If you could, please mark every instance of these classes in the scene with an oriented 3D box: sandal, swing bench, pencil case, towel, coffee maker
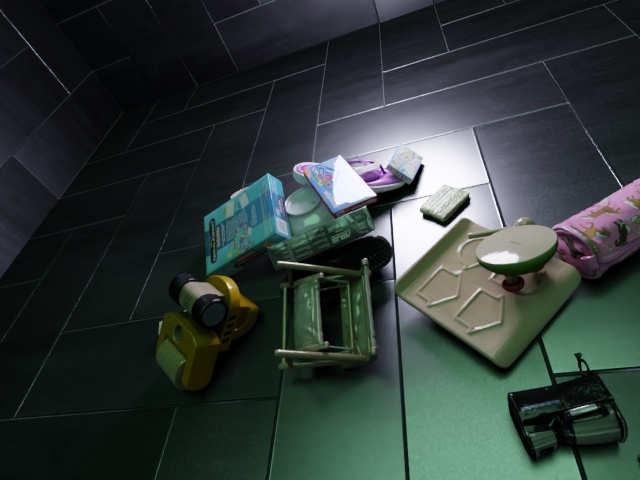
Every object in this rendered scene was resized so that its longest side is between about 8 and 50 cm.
[{"bbox_3d":[0.110,-0.246,1.488,0.415,0.102,0.169,0,37,-5],"label":"sandal"},{"bbox_3d":[0.012,0.197,1.112,0.254,0.165,0.253,-1,61,-1],"label":"swing bench"},{"bbox_3d":[0.768,-0.054,1.032,0.386,0.167,0.160,-29,75,-1],"label":"pencil case"},{"bbox_3d":[0.407,-0.125,1.378,0.148,0.027,0.110,-43,45,-18],"label":"towel"},{"bbox_3d":[0.477,0.337,0.846,0.178,0.120,0.171,-16,20,11],"label":"coffee maker"}]

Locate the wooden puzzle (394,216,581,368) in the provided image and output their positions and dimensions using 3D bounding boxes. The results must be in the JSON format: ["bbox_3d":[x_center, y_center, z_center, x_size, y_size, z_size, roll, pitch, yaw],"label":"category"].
[{"bbox_3d":[0.423,0.123,1.099,0.322,0.081,0.347,-42,49,-14],"label":"wooden puzzle"}]

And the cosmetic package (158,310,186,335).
[{"bbox_3d":[-0.486,0.286,1.423,0.115,0.041,0.060,-23,43,5],"label":"cosmetic package"}]

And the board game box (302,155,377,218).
[{"bbox_3d":[0.056,-0.178,1.343,0.145,0.027,0.281,-22,41,-8],"label":"board game box"}]

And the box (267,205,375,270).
[{"bbox_3d":[0.000,0.000,1.281,0.307,0.077,0.242,-23,-2,-3],"label":"box"}]

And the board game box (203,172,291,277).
[{"bbox_3d":[-0.268,-0.043,1.489,0.336,0.079,0.254,-29,55,26],"label":"board game box"}]

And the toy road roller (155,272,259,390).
[{"bbox_3d":[-0.335,0.269,1.286,0.202,0.240,0.330,26,102,41],"label":"toy road roller"}]

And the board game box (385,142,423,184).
[{"bbox_3d":[0.305,-0.279,1.519,0.103,0.026,0.154,33,49,1],"label":"board game box"}]

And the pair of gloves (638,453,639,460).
[{"bbox_3d":[0.618,0.424,0.748,0.074,0.010,0.083,-3,50,23],"label":"pair of gloves"}]

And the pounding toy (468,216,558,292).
[{"bbox_3d":[0.483,0.043,1.036,0.182,0.110,0.237,-20,19,14],"label":"pounding toy"}]

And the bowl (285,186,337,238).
[{"bbox_3d":[-0.041,-0.096,1.500,0.297,0.134,0.298,-15,44,15],"label":"bowl"}]

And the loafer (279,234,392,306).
[{"bbox_3d":[0.048,0.096,1.298,0.365,0.134,0.130,-24,8,4],"label":"loafer"}]

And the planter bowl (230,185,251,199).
[{"bbox_3d":[-0.260,-0.147,1.661,0.162,0.109,0.162,-15,22,6],"label":"planter bowl"}]
